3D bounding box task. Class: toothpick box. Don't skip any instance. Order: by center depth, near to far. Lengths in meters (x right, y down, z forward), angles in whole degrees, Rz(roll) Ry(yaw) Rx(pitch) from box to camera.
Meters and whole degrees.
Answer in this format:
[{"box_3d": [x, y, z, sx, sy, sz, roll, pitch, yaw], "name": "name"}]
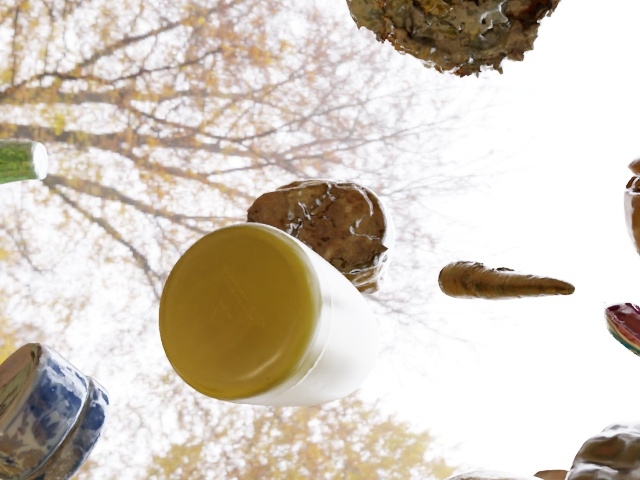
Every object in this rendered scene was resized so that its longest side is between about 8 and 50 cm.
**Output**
[{"box_3d": [-0.036, 0.094, 0.951, 0.174, 0.271, 0.175, -6, -106, 21], "name": "toothpick box"}]

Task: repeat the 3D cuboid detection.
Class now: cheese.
[{"box_3d": [0.332, 0.094, 0.907, 0.095, 0.145, 0.038, 45, -72, 31], "name": "cheese"}]

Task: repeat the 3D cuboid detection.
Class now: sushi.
[{"box_3d": [0.214, -0.461, 1.366, 0.418, 0.417, 0.176, -58, -155, 25], "name": "sushi"}]

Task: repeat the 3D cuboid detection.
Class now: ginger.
[{"box_3d": [-0.001, -0.004, 1.543, 0.223, 0.269, 0.201, 106, -23, -67], "name": "ginger"}]

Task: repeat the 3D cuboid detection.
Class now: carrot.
[{"box_3d": [0.197, 0.046, 0.958, 0.254, 0.049, 0.049, -178, -92, -69], "name": "carrot"}]

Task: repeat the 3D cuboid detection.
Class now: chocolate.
[{"box_3d": [-0.528, -0.103, 1.223, 0.291, 0.110, 0.110, -3, -92, 2], "name": "chocolate"}]

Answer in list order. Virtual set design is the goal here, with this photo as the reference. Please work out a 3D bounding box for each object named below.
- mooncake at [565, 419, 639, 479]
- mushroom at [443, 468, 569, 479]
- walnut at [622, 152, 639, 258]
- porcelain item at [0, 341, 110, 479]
[{"box_3d": [0.227, 0.210, 0.489, 0.124, 0.228, 0.228, -16, -100, 39], "name": "mooncake"}, {"box_3d": [0.227, 0.328, 1.050, 0.173, 0.236, 0.162, 43, -37, 15], "name": "mushroom"}, {"box_3d": [0.476, -0.017, 0.963, 0.336, 0.208, 0.209, 45, -59, 59], "name": "walnut"}, {"box_3d": [-0.315, 0.201, 0.986, 0.147, 0.114, 0.147, -36, -152, 23], "name": "porcelain item"}]
